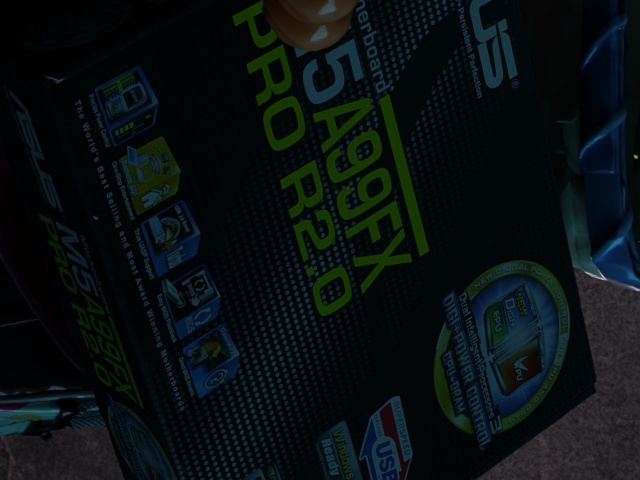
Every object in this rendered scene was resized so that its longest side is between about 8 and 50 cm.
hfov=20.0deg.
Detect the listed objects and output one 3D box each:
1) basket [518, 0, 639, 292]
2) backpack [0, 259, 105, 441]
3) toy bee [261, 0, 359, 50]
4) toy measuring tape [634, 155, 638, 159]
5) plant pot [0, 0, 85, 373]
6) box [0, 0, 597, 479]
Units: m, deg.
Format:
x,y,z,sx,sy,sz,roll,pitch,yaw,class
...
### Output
x,y,z,sx,sy,sz,roll,pitch,yaw,class
0.193,-0.090,0.847,0.201,0.255,0.289,0,-175,-42,basket
-0.176,0.002,1.009,0.253,0.225,0.191,-4,165,-35,backpack
-0.052,-0.119,0.411,0.298,0.162,0.195,-15,172,16,toy bee
0.174,-0.096,1.356,0.121,0.121,0.330,-8,177,-41,toy measuring tape
-0.071,-0.064,0.831,0.180,0.201,0.201,-27,178,-16,plant pot
0.000,0.000,0.751,0.216,0.270,0.060,-31,-148,-27,box
